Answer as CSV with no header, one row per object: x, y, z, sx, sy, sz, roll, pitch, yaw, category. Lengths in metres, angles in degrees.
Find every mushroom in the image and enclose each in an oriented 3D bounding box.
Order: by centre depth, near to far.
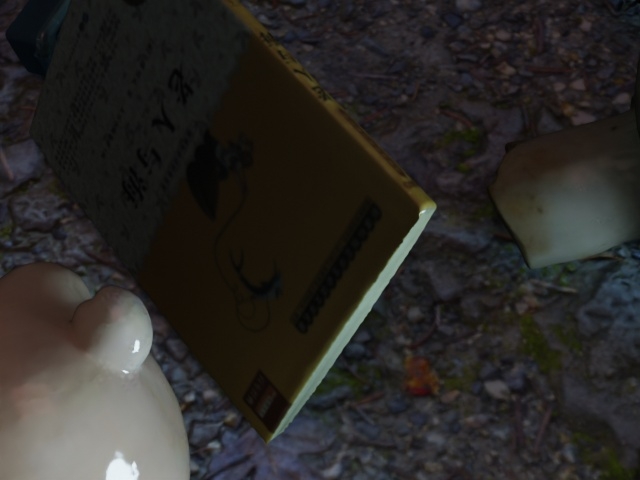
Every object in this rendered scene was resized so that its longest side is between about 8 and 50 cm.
0.292,-0.076,0.817,0.290,0.292,0.292,-7,58,30,mushroom

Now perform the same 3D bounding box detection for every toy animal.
-0.216,0.105,0.676,0.247,0.345,0.277,-27,31,-2,toy animal

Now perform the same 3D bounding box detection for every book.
-0.099,-0.062,0.801,0.032,0.269,0.389,-17,56,-45,book

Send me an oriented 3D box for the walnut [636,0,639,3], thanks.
0.428,-0.302,0.955,0.269,0.244,0.221,15,102,1,walnut

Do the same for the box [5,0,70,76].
-0.253,-0.203,0.968,0.054,0.074,0.099,15,62,20,box
